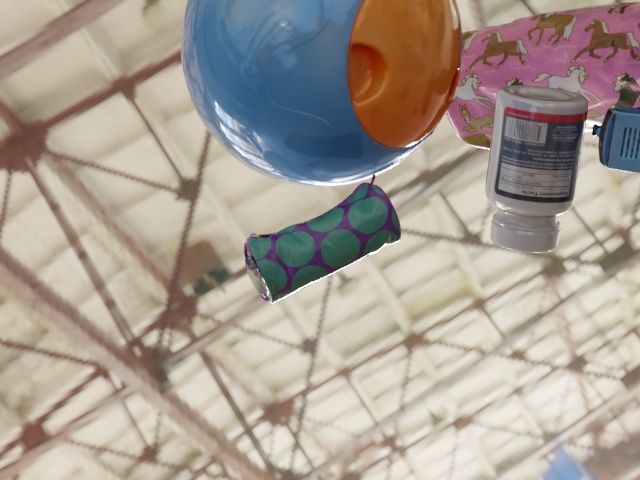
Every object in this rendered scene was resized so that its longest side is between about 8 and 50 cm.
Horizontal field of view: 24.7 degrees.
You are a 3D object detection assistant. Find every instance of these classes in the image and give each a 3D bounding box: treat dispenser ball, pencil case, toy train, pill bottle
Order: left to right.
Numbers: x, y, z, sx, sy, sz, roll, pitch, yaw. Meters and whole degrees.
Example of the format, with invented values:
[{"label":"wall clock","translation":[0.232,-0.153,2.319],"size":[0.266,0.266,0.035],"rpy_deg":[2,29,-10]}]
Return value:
[{"label":"pencil case","translation":[0.000,0.000,1.403],"size":[0.151,0.070,0.064],"rpy_deg":[-25,-5,-6]},{"label":"treat dispenser ball","translation":[0.001,-0.198,1.487],"size":[0.288,0.288,0.288],"rpy_deg":[-26,-27,-15]},{"label":"pill bottle","translation":[0.248,-0.084,1.704],"size":[0.108,0.108,0.180],"rpy_deg":[-9,-68,-40]},{"label":"pencil case","translation":[0.337,-0.205,1.829],"size":[0.167,0.160,0.386],"rpy_deg":[17,-13,-43]},{"label":"toy train","translation":[0.357,-0.112,1.606],"size":[0.184,0.105,0.080],"rpy_deg":[-61,-19,-79]}]
